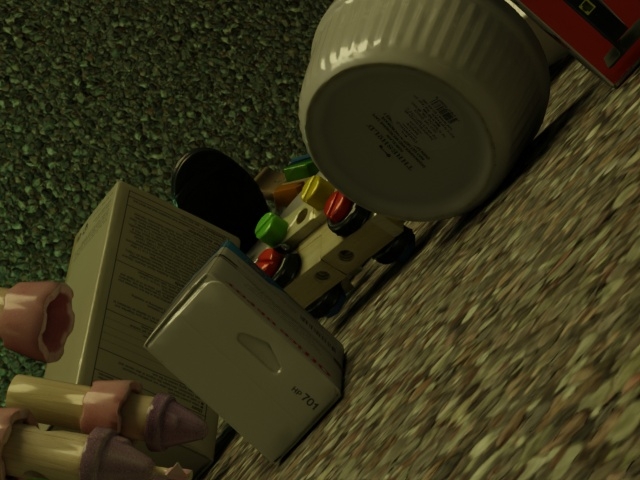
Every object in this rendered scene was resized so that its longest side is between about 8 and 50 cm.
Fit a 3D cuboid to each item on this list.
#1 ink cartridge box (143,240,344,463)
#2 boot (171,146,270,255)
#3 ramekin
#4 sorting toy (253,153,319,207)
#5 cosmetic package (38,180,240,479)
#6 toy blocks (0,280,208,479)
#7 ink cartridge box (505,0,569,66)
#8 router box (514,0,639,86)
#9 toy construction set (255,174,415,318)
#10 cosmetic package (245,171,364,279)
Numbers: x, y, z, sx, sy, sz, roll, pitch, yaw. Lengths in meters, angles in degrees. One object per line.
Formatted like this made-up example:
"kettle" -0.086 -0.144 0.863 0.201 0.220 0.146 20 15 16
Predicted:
"ink cartridge box" -0.056 0.084 1.352 0.082 0.139 0.191 -46 4 8
"boot" -0.116 -0.028 1.977 0.094 0.246 0.207 -44 29 -6
"ramekin" 0.079 -0.112 1.411 0.207 0.207 0.109 -45 13 43
"sorting toy" 0.028 -0.093 2.055 0.229 0.041 0.307 -12 7 5
"cosmetic package" -0.186 0.103 1.746 0.113 0.160 0.309 -47 25 39
"toy blocks" -0.206 0.224 1.393 0.288 0.260 0.309 68 -147 -62
"ink cartridge box" 0.139 -0.204 1.736 0.231 0.078 0.134 -30 44 22
"router box" 0.147 -0.267 1.415 0.082 0.301 0.335 -48 4 10
"toy construction set" 0.030 -0.045 1.648 0.328 0.151 0.215 -55 23 40
"cosmetic package" 0.000 0.000 1.879 0.239 0.099 0.060 -48 15 -4
